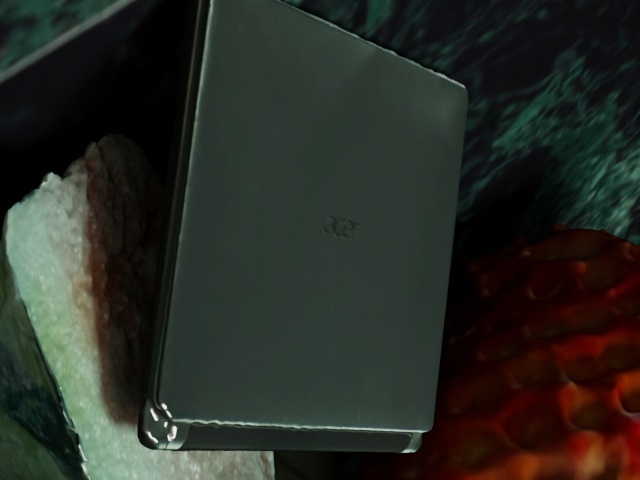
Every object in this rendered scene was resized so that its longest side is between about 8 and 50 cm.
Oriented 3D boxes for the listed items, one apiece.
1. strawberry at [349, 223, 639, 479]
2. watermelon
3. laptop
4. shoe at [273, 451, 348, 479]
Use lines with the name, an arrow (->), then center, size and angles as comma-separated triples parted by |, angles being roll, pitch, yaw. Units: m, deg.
strawberry -> 0.091, 0.104, 0.745 | 0.205, 0.205, 0.244 | -55, 161, 23
watermelon -> -0.052, 0.059, 0.563 | 0.094, 0.081, 0.180 | -28, 112, -38
laptop -> 0.000, 0.000, 0.595 | 0.180, 0.016, 0.129 | 14, 82, -64
shoe -> -0.060, 0.120, 0.680 | 0.103, 0.098, 0.275 | -51, 157, 23
